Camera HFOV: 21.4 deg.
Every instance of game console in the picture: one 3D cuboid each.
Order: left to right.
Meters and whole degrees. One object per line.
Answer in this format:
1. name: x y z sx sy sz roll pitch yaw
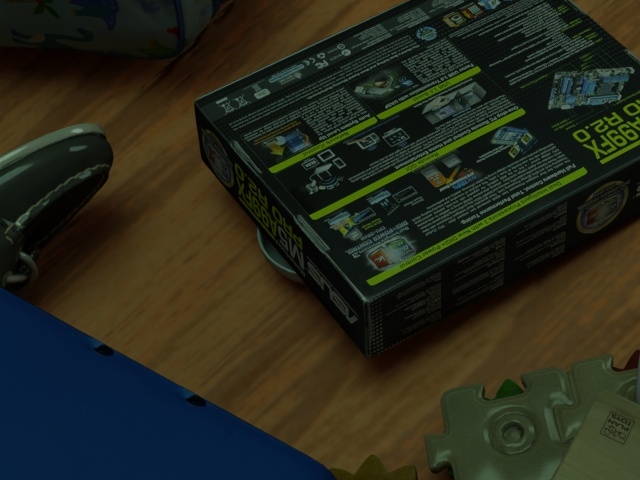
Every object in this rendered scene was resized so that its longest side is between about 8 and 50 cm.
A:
1. game console: -0.179 0.182 0.943 0.293 0.173 0.250 27 93 15

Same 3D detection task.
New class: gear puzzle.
1. gear puzzle: 0.153 0.152 0.981 0.339 0.044 0.175 -13 54 6

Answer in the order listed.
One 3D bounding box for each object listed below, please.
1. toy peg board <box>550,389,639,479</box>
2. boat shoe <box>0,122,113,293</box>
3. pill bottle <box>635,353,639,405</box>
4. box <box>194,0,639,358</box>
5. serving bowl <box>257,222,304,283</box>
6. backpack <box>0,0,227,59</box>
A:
1. toy peg board: 0.181 0.191 0.885 0.161 0.079 0.160 26 64 15
2. boat shoe: -0.269 0.044 1.119 0.335 0.112 0.095 -32 80 -7
3. pill bottle: 0.264 0.077 0.915 0.169 0.094 0.094 12 57 22
4. box: 0.084 -0.066 1.123 0.270 0.060 0.216 -28 53 -19
5. serving bowl: 0.000 0.000 1.129 0.083 0.027 0.083 -2 48 2
6. backpack: -0.206 -0.268 1.236 0.356 0.290 0.273 -1 47 0
